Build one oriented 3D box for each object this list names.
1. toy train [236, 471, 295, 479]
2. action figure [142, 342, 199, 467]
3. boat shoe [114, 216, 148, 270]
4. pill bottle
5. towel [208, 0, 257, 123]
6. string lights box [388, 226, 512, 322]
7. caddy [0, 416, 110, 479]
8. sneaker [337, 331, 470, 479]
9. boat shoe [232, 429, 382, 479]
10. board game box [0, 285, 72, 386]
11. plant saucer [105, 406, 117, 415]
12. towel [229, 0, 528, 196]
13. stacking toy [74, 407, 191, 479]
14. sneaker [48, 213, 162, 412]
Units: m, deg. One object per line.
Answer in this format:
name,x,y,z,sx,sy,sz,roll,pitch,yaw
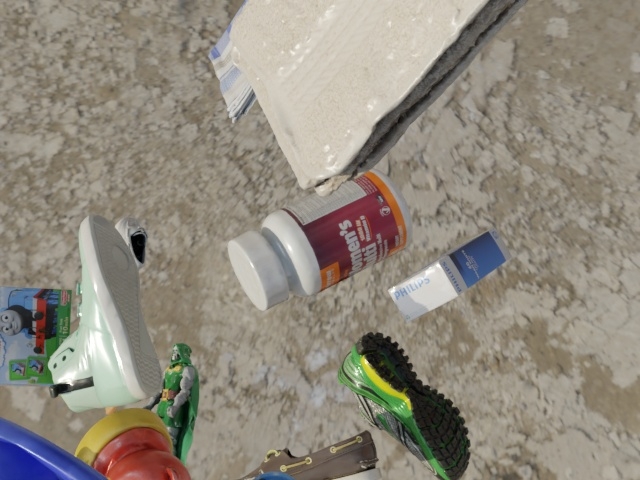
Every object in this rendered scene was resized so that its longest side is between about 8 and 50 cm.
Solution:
toy train,-0.028,0.260,0.698,0.105,0.080,0.184,-38,114,16
action figure,-0.242,0.278,1.410,0.137,0.063,0.232,-11,62,42
boat shoe,-0.363,0.004,1.704,0.063,0.184,0.066,-35,116,16
pill bottle,0.000,0.000,1.145,0.221,0.121,0.121,-26,101,-19
towel,-0.127,-0.359,1.606,0.034,0.285,0.209,26,114,-30
string lights box,0.257,0.063,1.721,0.133,0.260,0.077,-33,86,38
caddy,-0.162,0.230,0.498,0.241,0.179,0.341,33,140,7
sneaker,0.174,0.354,1.809,0.343,0.134,0.146,51,132,13
boat shoe,-0.050,0.436,1.656,0.324,0.116,0.096,-13,75,3
board game box,-0.515,0.154,1.420,0.211,0.039,0.160,4,74,-22
plant saucer,-0.367,0.275,1.587,0.013,0.083,0.083,28,104,-16
towel,0.040,-0.181,0.639,0.282,0.049,0.187,-47,58,33
stacking toy,-0.270,0.376,0.997,0.279,0.130,0.309,-14,118,-34
sneaker,-0.313,0.101,1.161,0.151,0.094,0.256,-20,78,19
